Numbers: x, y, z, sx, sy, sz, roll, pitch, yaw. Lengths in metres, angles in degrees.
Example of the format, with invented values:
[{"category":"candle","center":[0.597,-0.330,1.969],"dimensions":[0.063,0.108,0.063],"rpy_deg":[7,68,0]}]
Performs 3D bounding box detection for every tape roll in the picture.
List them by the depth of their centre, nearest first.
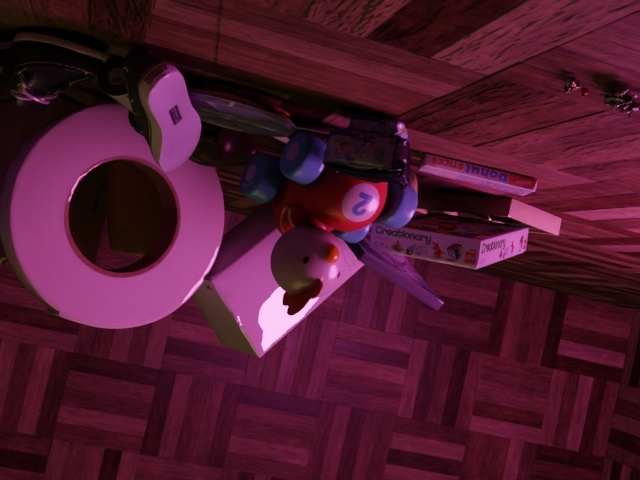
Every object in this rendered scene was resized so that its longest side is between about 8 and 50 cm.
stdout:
[{"category":"tape roll","center":[-0.352,-0.041,1.512],"dimensions":[0.392,0.392,0.072],"rpy_deg":[15,175,-34]}]

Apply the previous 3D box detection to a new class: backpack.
[{"category":"backpack","center":[0.065,-0.123,1.190],"dimensions":[0.114,0.084,0.105],"rpy_deg":[7,174,11]}]

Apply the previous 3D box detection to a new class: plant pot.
[{"category":"plant pot","center":[-0.323,-0.093,1.708],"dimensions":[0.237,0.254,0.237],"rpy_deg":[13,177,1]}]

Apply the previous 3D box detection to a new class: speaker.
[{"category":"speaker","center":[-0.262,-0.211,1.224],"dimensions":[0.055,0.055,0.136],"rpy_deg":[12,177,6]}]

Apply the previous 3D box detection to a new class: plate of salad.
[{"category":"plate of salad","center":[0.010,-0.143,1.383],"dimensions":[0.200,0.048,0.200],"rpy_deg":[13,177,1]}]

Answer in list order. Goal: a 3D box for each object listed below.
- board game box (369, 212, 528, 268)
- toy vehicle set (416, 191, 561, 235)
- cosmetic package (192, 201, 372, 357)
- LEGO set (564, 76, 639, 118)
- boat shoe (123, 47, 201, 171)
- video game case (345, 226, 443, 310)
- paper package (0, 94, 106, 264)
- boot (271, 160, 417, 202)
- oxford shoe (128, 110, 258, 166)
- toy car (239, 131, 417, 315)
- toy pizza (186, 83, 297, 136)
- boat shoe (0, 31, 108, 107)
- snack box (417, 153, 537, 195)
[{"category":"board game box","center":[0.238,-0.005,1.567],"dimensions":[0.193,0.053,0.305],"rpy_deg":[10,-171,26]},{"category":"toy vehicle set","center":[0.319,-0.055,1.740],"dimensions":[0.166,0.035,0.267],"rpy_deg":[16,175,-40]},{"category":"cosmetic package","center":[-0.073,0.038,1.741],"dimensions":[0.155,0.365,0.197],"rpy_deg":[8,131,55]},{"category":"LEGO set","center":[0.270,-0.132,0.824],"dimensions":[0.083,0.023,0.054],"rpy_deg":[11,176,22]},{"category":"boat shoe","center":[-0.218,-0.173,1.163],"dimensions":[0.076,0.080,0.228],"rpy_deg":[43,166,16]},{"category":"video game case","center":[0.101,0.015,1.610],"dimensions":[0.196,0.026,0.274],"rpy_deg":[33,-170,-28]},{"category":"paper package","center":[-0.542,-0.106,1.680],"dimensions":[0.168,0.324,0.309],"rpy_deg":[11,175,16]},{"category":"boot","center":[0.031,-0.091,1.512],"dimensions":[0.203,0.095,0.262],"rpy_deg":[1,-172,-25]},{"category":"oxford shoe","center":[-0.186,-0.170,1.402],"dimensions":[0.227,0.082,0.096],"rpy_deg":[14,172,-36]},{"category":"toy car","center":[0.000,0.000,1.311],"dimensions":[0.219,0.238,0.210],"rpy_deg":[24,154,-32]},{"category":"toy pizza","center":[-0.129,-0.191,1.255],"dimensions":[0.201,0.032,0.201],"rpy_deg":[14,177,1]},{"category":"boat shoe","center":[-0.396,-0.224,1.191],"dimensions":[0.114,0.091,0.303],"rpy_deg":[16,175,-43]},{"category":"snack box","center":[0.245,-0.103,1.378],"dimensions":[0.178,0.022,0.064],"rpy_deg":[13,176,-2]}]
